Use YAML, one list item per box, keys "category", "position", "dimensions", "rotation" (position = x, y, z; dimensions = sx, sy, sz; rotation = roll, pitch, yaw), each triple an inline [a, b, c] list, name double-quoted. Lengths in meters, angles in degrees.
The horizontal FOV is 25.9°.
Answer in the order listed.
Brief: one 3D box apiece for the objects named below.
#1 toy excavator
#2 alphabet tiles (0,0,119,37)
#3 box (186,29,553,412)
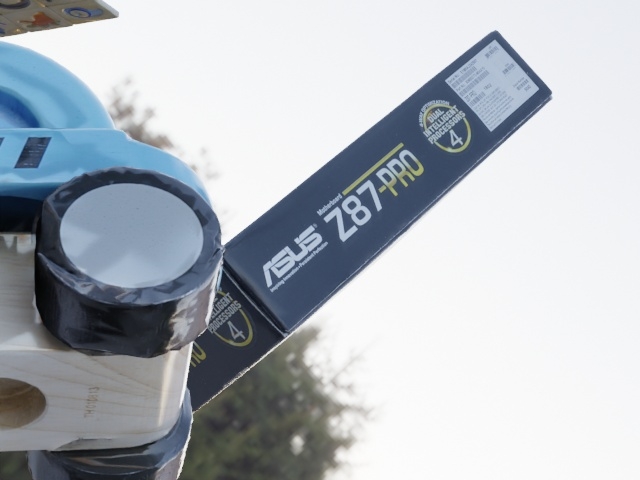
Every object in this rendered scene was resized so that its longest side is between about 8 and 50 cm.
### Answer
- category: "toy excavator"
  position: [-0.291, -0.054, 0.923]
  dimensions: [0.222, 0.433, 0.445]
  rotation: [103, -18, -46]
- category: "alphabet tiles"
  position: [-0.373, -0.264, 1.417]
  dimensions: [0.343, 0.011, 0.285]
  rotation: [-6, -14, 21]
- category: "box"
  position: [0.000, 0.000, 1.268]
  dimensions: [0.097, 0.395, 0.318]
  rotation: [48, -35, 1]
